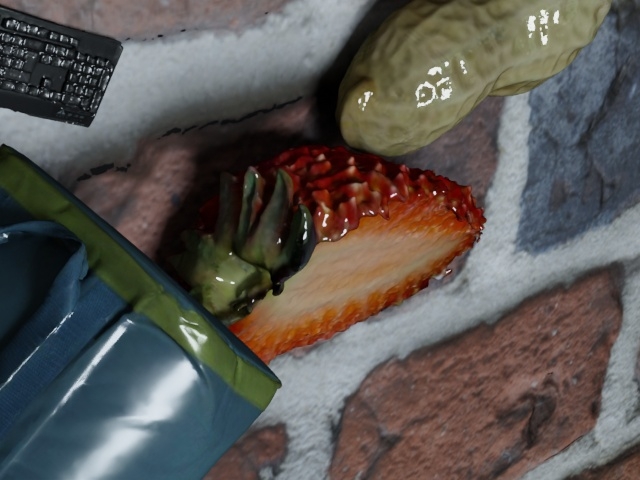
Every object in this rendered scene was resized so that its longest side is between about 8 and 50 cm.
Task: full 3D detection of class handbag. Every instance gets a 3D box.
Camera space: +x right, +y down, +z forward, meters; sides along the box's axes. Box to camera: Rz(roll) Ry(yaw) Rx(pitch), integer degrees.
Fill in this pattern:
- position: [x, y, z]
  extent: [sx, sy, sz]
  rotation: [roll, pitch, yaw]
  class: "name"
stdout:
- position: [-0.195, 0.105, 0.815]
  extent: [0.241, 0.263, 0.222]
  rotation: [-48, 153, -6]
  class: "handbag"

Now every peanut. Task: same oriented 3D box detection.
- position: [0.135, -0.170, 1.052]
  extent: [0.298, 0.120, 0.136]
  rotation: [-31, 136, -20]
  class: "peanut"

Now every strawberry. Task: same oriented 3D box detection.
- position: [0.000, 0.000, 1.035]
  extent: [0.306, 0.138, 0.233]
  rotation: [-7, 146, -53]
  class: "strawberry"

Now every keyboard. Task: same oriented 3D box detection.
- position: [-0.229, -0.127, 0.828]
  extent: [0.196, 0.015, 0.074]
  rotation: [10, 107, -44]
  class: "keyboard"
